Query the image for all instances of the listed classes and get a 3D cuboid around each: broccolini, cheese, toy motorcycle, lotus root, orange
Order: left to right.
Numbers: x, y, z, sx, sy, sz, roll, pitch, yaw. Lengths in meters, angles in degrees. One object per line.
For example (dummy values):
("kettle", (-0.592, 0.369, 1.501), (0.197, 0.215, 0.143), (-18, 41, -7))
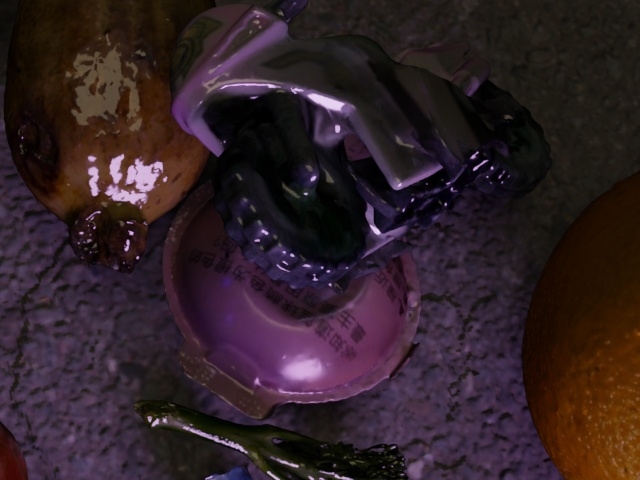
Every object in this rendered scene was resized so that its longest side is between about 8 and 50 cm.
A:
("lotus root", (-0.140, -0.103, 1.006), (0.145, 0.128, 0.260), (0, 73, -4))
("broccolini", (-0.035, 0.144, 0.938), (0.201, 0.074, 0.058), (15, 67, -32))
("cheese", (0.000, 0.000, 1.026), (0.189, 0.074, 0.286), (32, 56, -1))
("toy motorcycle", (0.024, -0.081, 0.954), (0.188, 0.143, 0.327), (51, 37, 13))
("orange", (0.262, 0.078, 0.940), (0.274, 0.274, 0.274), (3, 71, -9))

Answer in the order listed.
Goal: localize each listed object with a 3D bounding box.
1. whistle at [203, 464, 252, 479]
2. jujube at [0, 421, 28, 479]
("whistle", (-0.015, 0.291, 0.931), (0.062, 0.062, 0.304), (-20, 77, -16))
("jujube", (-0.279, 0.189, 0.872), (0.168, 0.168, 0.236), (37, 72, 4))
